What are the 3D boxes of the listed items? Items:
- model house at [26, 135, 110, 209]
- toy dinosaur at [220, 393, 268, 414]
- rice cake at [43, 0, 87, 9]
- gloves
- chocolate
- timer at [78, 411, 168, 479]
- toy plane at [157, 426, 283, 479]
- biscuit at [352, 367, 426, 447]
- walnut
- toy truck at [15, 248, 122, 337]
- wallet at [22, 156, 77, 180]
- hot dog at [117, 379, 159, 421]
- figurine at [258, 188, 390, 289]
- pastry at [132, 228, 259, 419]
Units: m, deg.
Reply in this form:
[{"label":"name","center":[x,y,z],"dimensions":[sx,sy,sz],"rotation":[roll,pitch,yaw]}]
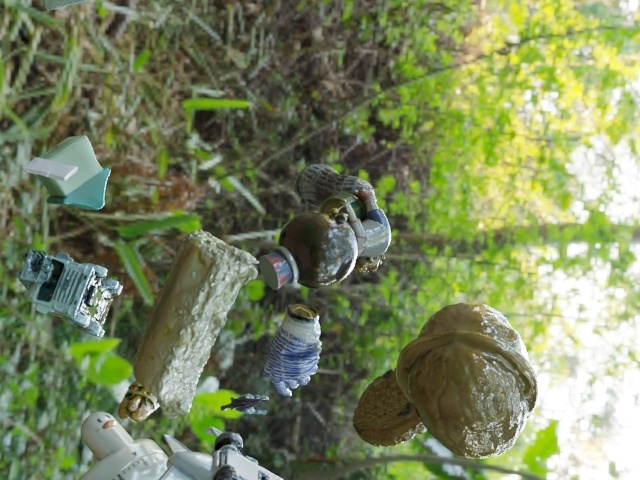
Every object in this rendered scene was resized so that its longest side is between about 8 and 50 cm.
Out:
[{"label":"model house","center":[-0.518,-0.129,1.918],"dimensions":[0.127,0.100,0.149],"rotation":[-41,114,-27]},{"label":"toy dinosaur","center":[-0.158,0.352,1.959],"dimensions":[0.197,0.080,0.045],"rotation":[-25,-116,55]},{"label":"rice cake","center":[-0.449,-0.503,1.815],"dimensions":[0.042,0.245,0.045],"rotation":[-41,122,-66]},{"label":"gloves","center":[-0.056,0.231,1.837],"dimensions":[0.097,0.119,0.229],"rotation":[-48,153,-47]},{"label":"chocolate","center":[0.033,-0.121,2.182],"dimensions":[0.110,0.248,0.110],"rotation":[-21,122,-39]},{"label":"timer","center":[-0.412,0.482,1.815],"dimensions":[0.233,0.240,0.233],"rotation":[-40,161,-16]},{"label":"toy plane","center":[-0.106,0.347,1.261],"dimensions":[0.101,0.255,0.251],"rotation":[-57,-163,21]},{"label":"biscuit","center":[0.208,0.370,2.117],"dimensions":[0.075,0.296,0.296],"rotation":[54,18,-17]},{"label":"walnut","center":[0.293,0.271,1.817],"dimensions":[0.285,0.285,0.296],"rotation":[93,13,-45]},{"label":"toy truck","center":[-0.559,0.112,1.991],"dimensions":[0.338,0.184,0.133],"rotation":[104,4,-76]},{"label":"wallet","center":[-0.454,-0.121,1.531],"dimensions":[0.044,0.083,0.011],"rotation":[-59,159,-52]},{"label":"hot dog","center":[-0.498,0.441,2.562],"dimensions":[0.269,0.109,0.072],"rotation":[-64,160,-81]},{"label":"figurine","center":[0.007,0.004,1.677],"dimensions":[0.275,0.158,0.161],"rotation":[-24,134,-49]},{"label":"pastry","center":[-0.177,0.110,1.208],"dimensions":[0.258,0.089,0.121],"rotation":[-62,-149,9]}]
